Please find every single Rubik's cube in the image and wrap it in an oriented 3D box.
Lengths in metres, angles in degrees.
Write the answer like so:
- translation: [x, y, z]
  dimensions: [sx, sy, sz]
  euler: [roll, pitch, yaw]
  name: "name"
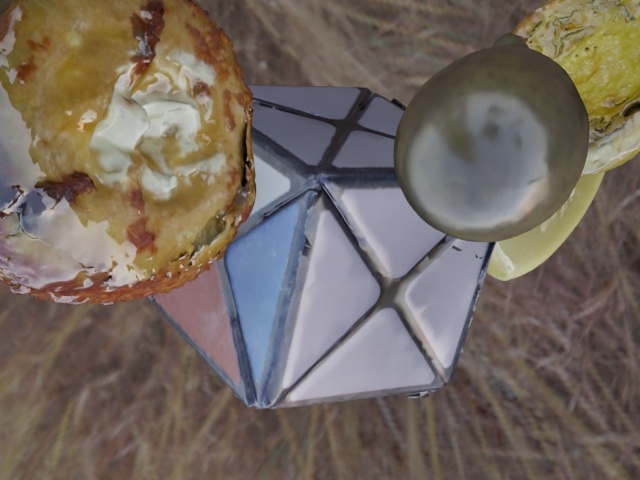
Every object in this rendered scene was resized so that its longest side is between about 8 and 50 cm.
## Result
- translation: [0.000, 0.000, 1.644]
  dimensions: [0.307, 0.310, 0.305]
  euler: [39, 123, 46]
  name: "Rubik's cube"

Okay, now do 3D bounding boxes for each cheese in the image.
- translation: [0.310, -0.111, 2.005]
  dimensions: [0.128, 0.316, 0.260]
  euler: [23, 154, 43]
  name: "cheese"

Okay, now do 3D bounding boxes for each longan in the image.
- translation: [0.151, -0.095, 1.223]
  dimensions: [0.159, 0.204, 0.185]
  euler: [34, 149, -32]
  name: "longan"

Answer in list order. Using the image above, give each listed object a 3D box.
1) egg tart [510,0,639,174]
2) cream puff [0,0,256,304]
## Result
- translation: [0.307, -0.171, 1.502]
  dimensions: [0.290, 0.291, 0.107]
  euler: [-13, 137, 31]
  name: "egg tart"
- translation: [-0.157, -0.070, 0.878]
  dimensions: [0.164, 0.240, 0.240]
  euler: [-5, 117, 43]
  name: "cream puff"
